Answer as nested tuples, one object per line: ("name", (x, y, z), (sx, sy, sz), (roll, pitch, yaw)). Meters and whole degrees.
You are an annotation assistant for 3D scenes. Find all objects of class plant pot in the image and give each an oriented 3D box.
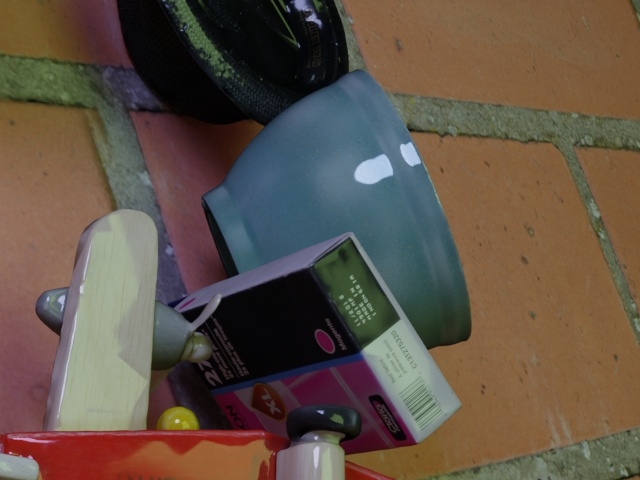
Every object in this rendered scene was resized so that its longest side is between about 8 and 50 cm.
("plant pot", (0.000, 0.000, 1.558), (0.293, 0.196, 0.293), (159, -90, -82))

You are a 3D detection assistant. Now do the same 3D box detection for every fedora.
("fedora", (-0.121, -0.245, 1.700), (0.334, 0.152, 0.334), (31, 45, -37))

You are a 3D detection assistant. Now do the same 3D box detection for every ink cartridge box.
("ink cartridge box", (-0.035, 0.112, 1.421), (0.069, 0.371, 0.176), (-36, 98, -29))

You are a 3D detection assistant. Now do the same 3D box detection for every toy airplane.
("toy airplane", (-0.171, 0.216, 1.270), (0.386, 0.272, 0.384), (-41, 84, -23))
